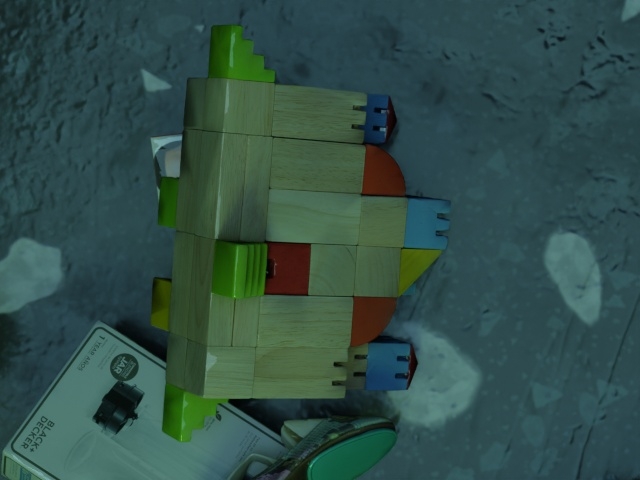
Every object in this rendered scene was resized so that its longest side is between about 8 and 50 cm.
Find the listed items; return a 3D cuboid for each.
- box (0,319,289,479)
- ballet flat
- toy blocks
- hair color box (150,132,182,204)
[{"bbox_3d":[-0.144,0.229,1.592,0.290,0.087,0.169,31,63,3],"label":"box"},{"bbox_3d":[-0.031,0.217,1.541,0.221,0.077,0.079,-35,51,-24],"label":"ballet flat"},{"bbox_3d":[0.000,0.000,1.556,0.260,0.190,0.382,2,94,-27],"label":"toy blocks"},{"bbox_3d":[-0.094,-0.077,1.643,0.141,0.043,0.072,-8,91,4],"label":"hair color box"}]
